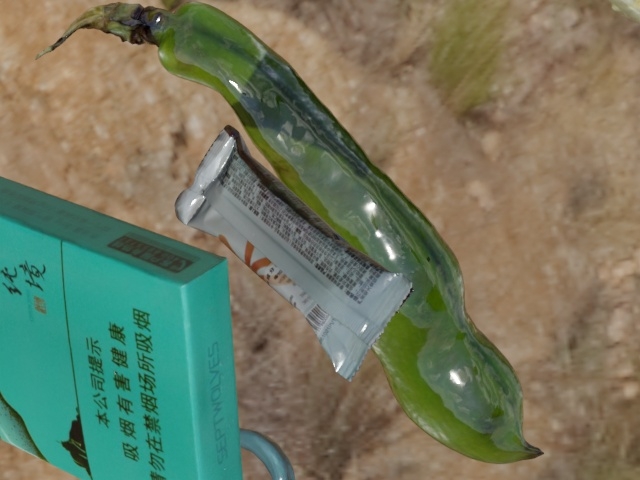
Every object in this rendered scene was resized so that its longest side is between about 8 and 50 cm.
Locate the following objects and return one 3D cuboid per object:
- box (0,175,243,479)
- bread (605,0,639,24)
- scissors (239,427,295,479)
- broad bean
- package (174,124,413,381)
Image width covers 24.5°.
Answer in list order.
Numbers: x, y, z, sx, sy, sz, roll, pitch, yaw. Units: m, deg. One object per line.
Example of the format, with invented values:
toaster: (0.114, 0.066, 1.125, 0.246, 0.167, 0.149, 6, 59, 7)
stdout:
box: (-0.142, 0.053, 0.801, 0.042, 0.226, 0.161, -34, 132, -45)
bread: (0.294, -0.287, 1.015, 0.305, 0.305, 0.158, 16, 37, -30)
scissors: (0.005, 0.247, 1.122, 0.041, 0.289, 0.138, 1, 108, -52)
broad bean: (0.006, -0.004, 0.713, 0.318, 0.098, 0.056, 46, 50, -10)
package: (-0.012, 0.001, 0.457, 0.015, 0.110, 0.037, 19, 105, -41)
